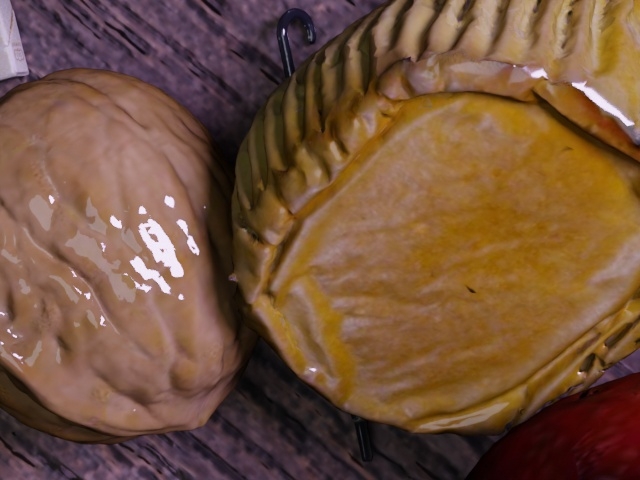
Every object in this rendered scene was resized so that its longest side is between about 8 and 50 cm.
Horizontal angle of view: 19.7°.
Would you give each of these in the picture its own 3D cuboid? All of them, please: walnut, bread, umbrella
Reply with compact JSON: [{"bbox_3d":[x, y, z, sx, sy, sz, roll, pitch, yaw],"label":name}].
[{"bbox_3d":[-0.123,0.015,1.030,0.213,0.213,0.213,2,99,15],"label":"walnut"},{"bbox_3d":[0.081,-0.024,0.947,0.227,0.142,0.253,40,124,-16],"label":"bread"},{"bbox_3d":[-0.004,0.001,1.069,0.044,0.044,0.269,-3,97,47],"label":"umbrella"}]

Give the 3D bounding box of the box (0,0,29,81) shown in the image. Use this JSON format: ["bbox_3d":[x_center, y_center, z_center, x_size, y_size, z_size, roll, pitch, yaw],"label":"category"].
[{"bbox_3d":[-0.240,-0.170,1.118,0.090,0.024,0.167,-13,95,17],"label":"box"}]

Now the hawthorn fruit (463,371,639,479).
[{"bbox_3d":[0.191,0.197,0.904,0.316,0.316,0.316,2,99,15],"label":"hawthorn fruit"}]
